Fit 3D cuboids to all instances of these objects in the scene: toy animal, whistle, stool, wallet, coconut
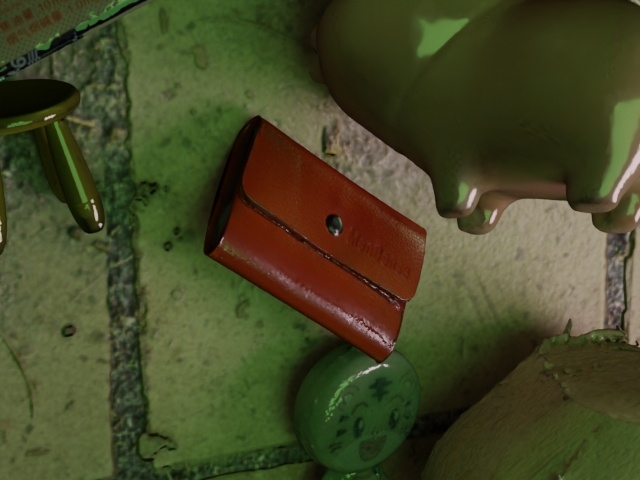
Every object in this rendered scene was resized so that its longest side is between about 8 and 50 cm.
[{"bbox_3d":[0.145,-0.142,1.214,0.237,0.326,0.269,45,53,-65],"label":"toy animal"},{"bbox_3d":[0.029,0.196,1.401,0.126,0.067,0.258,-10,114,-32],"label":"whistle"},{"bbox_3d":[-0.236,-0.061,1.186,0.134,0.135,0.110,4,114,23],"label":"stool"},{"bbox_3d":[0.000,0.000,1.307,0.204,0.045,0.142,33,57,-27],"label":"wallet"},{"bbox_3d":[0.257,0.276,1.365,0.360,0.346,0.346,-48,117,-12],"label":"coconut"}]

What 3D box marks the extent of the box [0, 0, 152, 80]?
[{"bbox_3d":[-0.249,-0.185,1.091,0.310,0.198,0.084,-30,121,-13],"label":"box"}]
